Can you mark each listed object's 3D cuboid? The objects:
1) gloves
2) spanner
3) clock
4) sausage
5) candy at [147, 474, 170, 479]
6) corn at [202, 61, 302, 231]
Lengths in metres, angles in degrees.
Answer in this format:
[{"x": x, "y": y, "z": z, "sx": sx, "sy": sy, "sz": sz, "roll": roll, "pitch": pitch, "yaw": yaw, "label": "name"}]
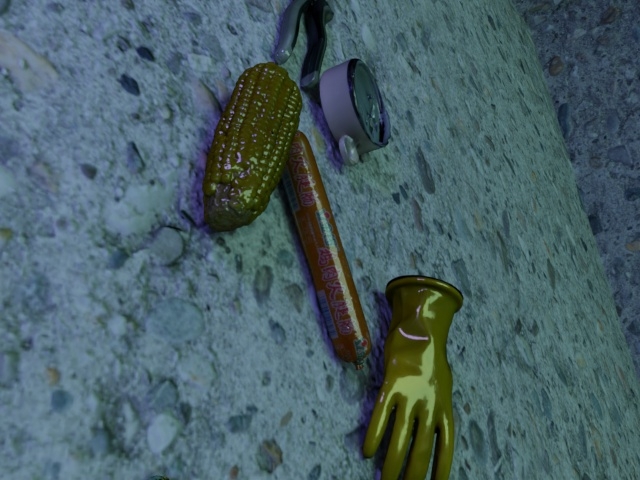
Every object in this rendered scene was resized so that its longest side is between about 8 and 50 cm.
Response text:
[{"x": 0.126, "y": 0.203, "z": 0.759, "sx": 0.133, "sy": 0.116, "sz": 0.294, "roll": 20, "pitch": 60, "yaw": -12, "label": "gloves"}, {"x": -0.019, "y": -0.386, "z": 0.939, "sx": 0.096, "sy": 0.040, "sz": 0.324, "roll": 37, "pitch": 46, "yaw": -36, "label": "spanner"}, {"x": 0.063, "y": -0.219, "z": 0.911, "sx": 0.155, "sy": 0.063, "sz": 0.229, "roll": 44, "pitch": 42, "yaw": -43, "label": "clock"}, {"x": 0.000, "y": 0.000, "z": 0.726, "sx": 0.053, "sy": 0.053, "sz": 0.347, "roll": -4, "pitch": 74, "yaw": -54, "label": "sausage"}, {"x": -0.155, "y": 0.205, "z": 0.433, "sx": 0.083, "sy": 0.025, "sz": 0.023, "roll": 6, "pitch": 23, "yaw": -43, "label": "candy"}, {"x": -0.081, "y": -0.121, "z": 0.658, "sx": 0.097, "sy": 0.097, "sz": 0.261, "roll": 41, "pitch": 44, "yaw": -32, "label": "corn"}]
